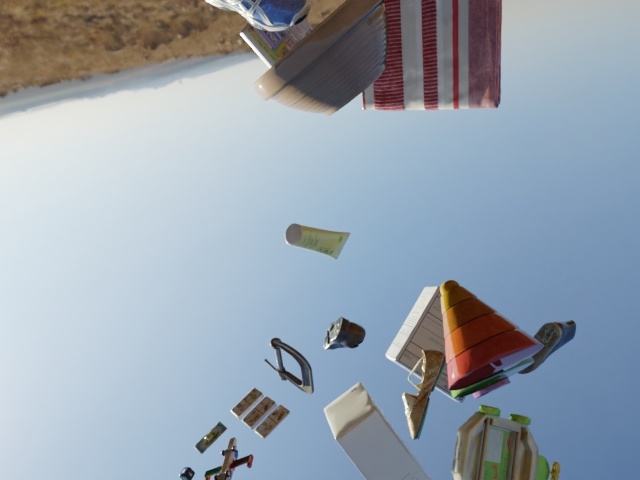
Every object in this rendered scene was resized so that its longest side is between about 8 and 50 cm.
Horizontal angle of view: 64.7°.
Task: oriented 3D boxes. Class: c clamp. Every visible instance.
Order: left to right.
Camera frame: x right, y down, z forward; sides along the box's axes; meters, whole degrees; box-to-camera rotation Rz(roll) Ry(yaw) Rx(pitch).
[{"bbox_3d":[-0.066,0.238,0.969,0.137,0.160,0.022,35,-124,24],"label":"c clamp"}]

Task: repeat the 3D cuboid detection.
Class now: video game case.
[{"bbox_3d":[-0.102,-0.573,1.437,0.023,0.212,0.193,7,-120,51],"label":"video game case"}]

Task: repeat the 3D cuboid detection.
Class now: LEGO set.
[{"bbox_3d":[-0.184,0.445,1.095,0.244,0.060,0.182,-41,-158,-25],"label":"LEGO set"}]

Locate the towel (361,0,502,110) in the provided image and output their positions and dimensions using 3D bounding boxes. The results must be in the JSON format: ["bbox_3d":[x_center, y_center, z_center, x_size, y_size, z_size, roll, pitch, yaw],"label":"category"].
[{"bbox_3d":[0.227,-0.403,1.092,0.329,0.237,0.037,10,-156,37],"label":"towel"}]

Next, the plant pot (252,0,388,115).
[{"bbox_3d":[0.020,-0.266,0.758,0.237,0.109,0.237,-37,-164,12],"label":"plant pot"}]

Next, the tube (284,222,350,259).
[{"bbox_3d":[0.000,0.000,1.418,0.070,0.062,0.240,-24,158,31],"label":"tube"}]

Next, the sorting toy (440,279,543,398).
[{"bbox_3d":[0.221,0.147,0.734,0.127,0.365,0.126,-28,-116,6],"label":"sorting toy"}]

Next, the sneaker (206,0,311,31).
[{"bbox_3d":[-0.116,-0.406,0.820,0.211,0.080,0.081,20,172,10],"label":"sneaker"}]

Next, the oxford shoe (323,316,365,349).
[{"bbox_3d":[0.066,0.270,1.392,0.096,0.082,0.227,19,163,-8],"label":"oxford shoe"}]

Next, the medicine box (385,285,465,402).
[{"bbox_3d":[0.411,0.340,1.693,0.289,0.264,0.149,-57,-178,-7],"label":"medicine box"}]

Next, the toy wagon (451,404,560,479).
[{"bbox_3d":[0.495,0.594,1.335,0.344,0.267,0.068,22,162,-25],"label":"toy wagon"}]

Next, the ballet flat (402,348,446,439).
[{"bbox_3d":[0.225,0.343,1.149,0.067,0.073,0.206,20,-108,13],"label":"ballet flat"}]

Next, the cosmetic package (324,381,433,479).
[{"bbox_3d":[0.216,0.706,1.618,0.161,0.453,0.230,-36,-172,-4],"label":"cosmetic package"}]

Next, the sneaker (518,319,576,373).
[{"bbox_3d":[0.681,0.327,1.532,0.118,0.222,0.083,-2,-132,-34],"label":"sneaker"}]
